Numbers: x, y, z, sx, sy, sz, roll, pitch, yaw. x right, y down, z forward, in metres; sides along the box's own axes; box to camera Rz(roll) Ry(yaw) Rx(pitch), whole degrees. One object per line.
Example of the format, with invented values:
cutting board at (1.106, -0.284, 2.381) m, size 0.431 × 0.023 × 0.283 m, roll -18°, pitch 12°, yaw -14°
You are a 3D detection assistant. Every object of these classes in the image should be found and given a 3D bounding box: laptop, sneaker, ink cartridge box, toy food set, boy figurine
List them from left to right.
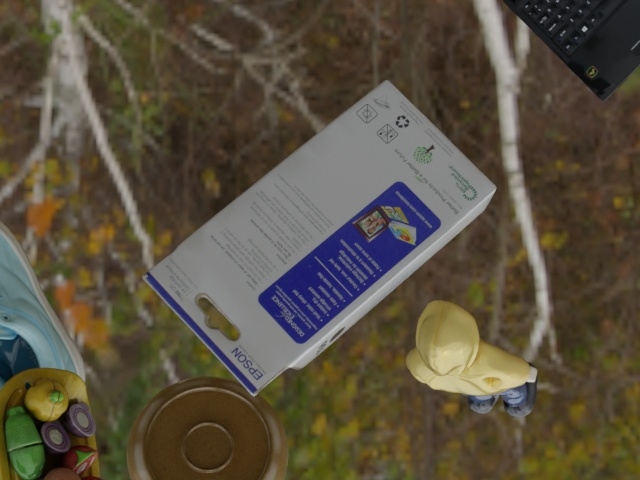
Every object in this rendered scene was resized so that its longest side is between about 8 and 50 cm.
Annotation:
sneaker at (-0.441, 0.082, 2.039) m, size 0.135 × 0.366 × 0.150 m, roll -37°, pitch -175°, yaw 8°
toy food set at (-0.280, 0.242, 1.678) m, size 0.128 × 0.218 × 0.071 m, roll -4°, pitch 171°, yaw -42°
ink cartridge box at (0.000, 0.000, 1.516) m, size 0.332 × 0.165 × 0.065 m, roll -38°, pitch 167°, yaw -20°
boy figurine at (0.187, 0.159, 2.023) m, size 0.177 × 0.092 × 0.285 m, roll 3°, pitch 160°, yaw 29°
laptop at (0.277, -0.322, 1.646) m, size 0.234 × 0.264 × 0.136 m, roll -47°, pitch 166°, yaw 22°

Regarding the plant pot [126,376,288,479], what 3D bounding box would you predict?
plant pot at (-0.164, 0.304, 2.245) m, size 0.236 × 0.236 × 0.032 m, roll 0°, pitch 155°, yaw -5°
